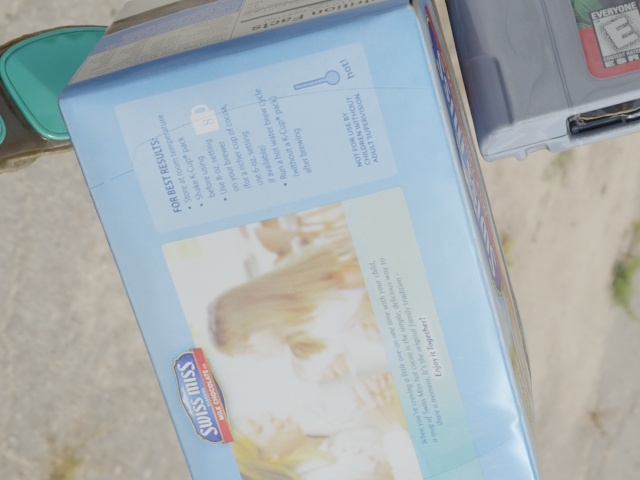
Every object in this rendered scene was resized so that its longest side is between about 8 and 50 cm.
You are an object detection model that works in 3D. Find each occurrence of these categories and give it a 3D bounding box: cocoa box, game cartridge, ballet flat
[{"bbox_3d":[0.000,0.000,1.019,0.228,0.231,0.347,-81,156,-67],"label":"cocoa box"},{"bbox_3d":[0.226,-0.172,0.957,0.060,0.294,0.196,62,15,-57],"label":"game cartridge"},{"bbox_3d":[-0.297,-0.100,1.341,0.342,0.124,0.116,-38,99,-43],"label":"ballet flat"}]
